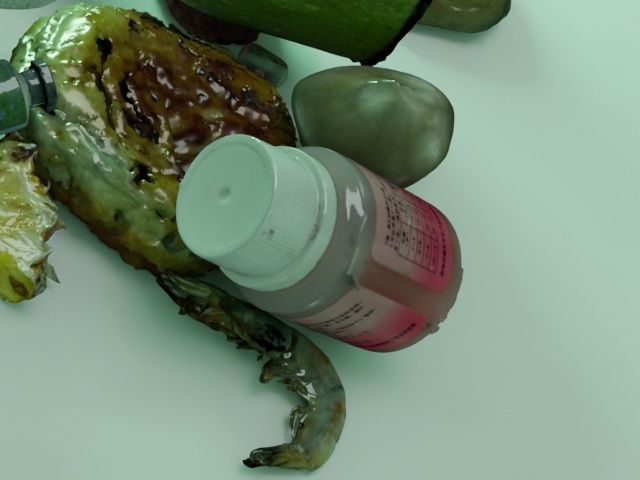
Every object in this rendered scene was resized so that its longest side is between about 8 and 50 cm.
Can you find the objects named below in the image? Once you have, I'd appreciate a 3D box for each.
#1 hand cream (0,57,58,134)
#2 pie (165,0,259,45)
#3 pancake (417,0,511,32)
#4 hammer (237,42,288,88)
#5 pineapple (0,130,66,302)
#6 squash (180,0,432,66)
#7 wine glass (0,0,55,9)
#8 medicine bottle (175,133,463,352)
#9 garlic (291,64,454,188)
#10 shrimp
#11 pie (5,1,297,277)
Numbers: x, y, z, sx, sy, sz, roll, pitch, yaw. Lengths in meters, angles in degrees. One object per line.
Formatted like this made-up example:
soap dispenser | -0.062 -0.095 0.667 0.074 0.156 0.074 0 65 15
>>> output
hand cream | -0.321 -0.080 1.188 0.256 0.055 0.088 -20 64 -20
pie | -0.107 -0.260 1.594 0.154 0.038 0.153 21 44 -22
pancake | 0.104 -0.349 1.838 0.294 0.049 0.294 21 40 -19
hammer | -0.065 -0.152 1.533 0.052 0.031 0.083 30 50 -6
pineapple | -0.251 -0.017 1.217 0.116 0.069 0.137 4 52 -37
squash | -0.055 -0.345 1.475 0.309 0.310 0.310 14 45 -22
wine glass | -0.294 -0.195 1.256 0.165 0.196 0.165 21 44 -21
medicine bottle | 0.000 0.000 1.288 0.247 0.147 0.147 26 35 -48
garlic | 0.050 -0.099 1.436 0.143 0.112 0.318 0 5 7
shrimp | -0.059 0.110 1.265 0.195 0.035 0.148 35 42 -18
pie | -0.142 -0.099 1.365 0.308 0.085 0.308 27 41 -26
